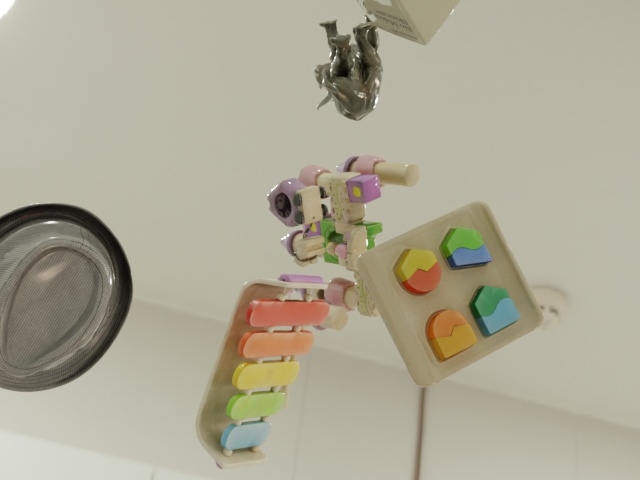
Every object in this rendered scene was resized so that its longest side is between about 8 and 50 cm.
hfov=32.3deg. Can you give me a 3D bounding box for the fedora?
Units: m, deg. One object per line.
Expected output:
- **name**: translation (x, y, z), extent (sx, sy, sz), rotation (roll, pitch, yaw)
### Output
- **fedora**: translation (-0.369, 0.087, 1.463), extent (0.243, 0.275, 0.124), rotation (40, -4, -20)

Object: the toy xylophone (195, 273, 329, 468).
- **toy xylophone**: translation (-0.078, 0.188, 1.709), extent (0.081, 0.236, 0.323), rotation (24, -73, 32)

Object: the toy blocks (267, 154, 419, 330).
- **toy blocks**: translation (0.000, 0.000, 2.010), extent (0.260, 0.309, 0.289), rotation (9, -70, 46)

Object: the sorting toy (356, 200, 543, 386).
- **sorting toy**: translation (0.176, 0.066, 1.456), extent (0.208, 0.193, 0.038), rotation (-24, -5, -21)

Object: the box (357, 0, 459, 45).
- **box**: translation (0.076, -0.378, 1.431), extent (0.113, 0.094, 0.275), rotation (30, -10, 38)

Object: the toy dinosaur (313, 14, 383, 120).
- **toy dinosaur**: translation (0.054, -0.250, 1.685), extent (0.121, 0.313, 0.160), rotation (-12, -67, -2)
